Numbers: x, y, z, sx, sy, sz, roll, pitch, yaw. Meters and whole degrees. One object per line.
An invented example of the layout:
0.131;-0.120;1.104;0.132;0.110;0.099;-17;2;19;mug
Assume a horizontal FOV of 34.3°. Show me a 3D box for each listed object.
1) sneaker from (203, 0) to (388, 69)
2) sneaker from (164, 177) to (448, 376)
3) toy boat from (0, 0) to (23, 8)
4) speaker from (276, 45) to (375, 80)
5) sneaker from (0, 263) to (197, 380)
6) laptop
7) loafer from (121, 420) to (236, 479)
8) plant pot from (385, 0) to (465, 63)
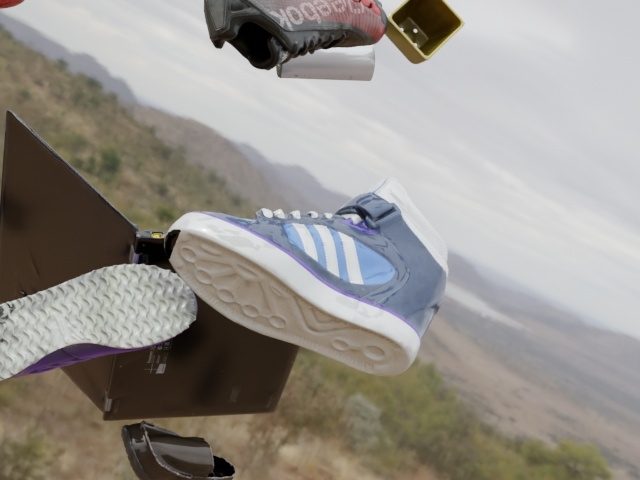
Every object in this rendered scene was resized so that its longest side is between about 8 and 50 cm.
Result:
-0.032;-0.272;1.319;0.276;0.135;0.097;7;-18;-32;sneaker
0.001;0.000;1.229;0.322;0.236;0.130;27;-40;-4;sneaker
-0.398;-0.287;1.192;0.151;0.151;0.231;10;26;-6;toy boat
0.008;-0.254;1.468;0.136;0.055;0.055;0;8;-12;speaker
-0.300;0.100;1.263;0.293;0.102;0.146;-12;-5;-14;sneaker
-0.236;0.048;1.452;0.407;0.382;0.236;1;46;-19;laptop
-0.183;0.280;1.359;0.220;0.078;0.080;47;14;-55;loafer
0.135;-0.295;1.449;0.081;0.081;0.083;47;-14;-5;plant pot
